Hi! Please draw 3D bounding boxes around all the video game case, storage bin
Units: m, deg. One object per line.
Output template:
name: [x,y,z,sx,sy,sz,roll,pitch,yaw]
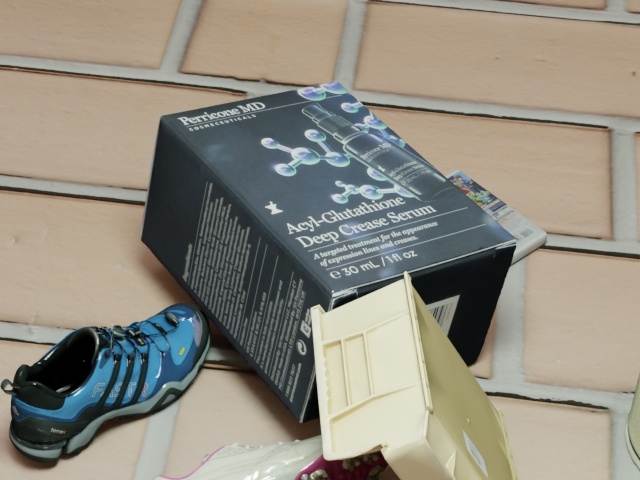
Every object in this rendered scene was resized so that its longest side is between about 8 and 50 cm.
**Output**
video game case: [0.185,-0.007,2.121,0.201,0.023,0.183,-30,52,-28]
storage bin: [0.111,0.218,1.638,0.123,0.262,0.260,-25,34,15]

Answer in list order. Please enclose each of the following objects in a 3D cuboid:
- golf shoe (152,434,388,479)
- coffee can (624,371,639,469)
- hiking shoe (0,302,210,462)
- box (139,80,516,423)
golf shoe: [-0.059,0.272,1.753,0.306,0.115,0.140,-22,45,-24]
coffee can: [0.480,0.152,1.774,0.201,0.275,0.201,1,43,-1]
hiking shoe: [-0.251,0.153,1.854,0.113,0.132,0.304,32,50,29]
box: [0.000,0.000,1.934,0.293,0.212,0.395,-16,45,-35]
